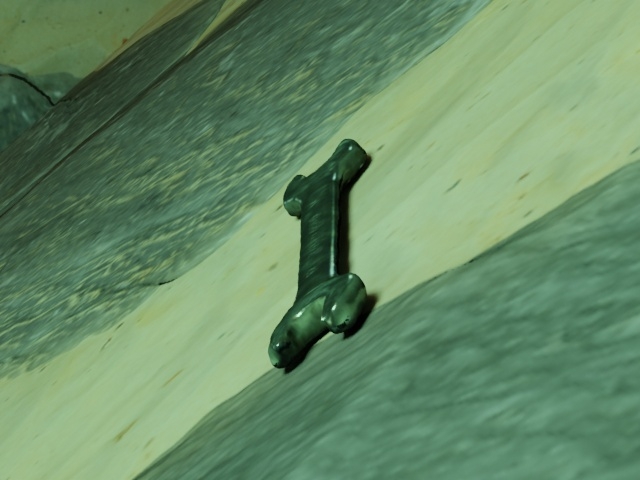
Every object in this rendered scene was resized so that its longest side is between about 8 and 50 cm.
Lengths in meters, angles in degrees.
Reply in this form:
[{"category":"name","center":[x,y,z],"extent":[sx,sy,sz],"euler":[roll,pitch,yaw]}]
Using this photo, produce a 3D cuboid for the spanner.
[{"category":"spanner","center":[0.000,0.000,0.840],"extent":[0.054,0.015,0.254],"euler":[-38,14,12]}]
